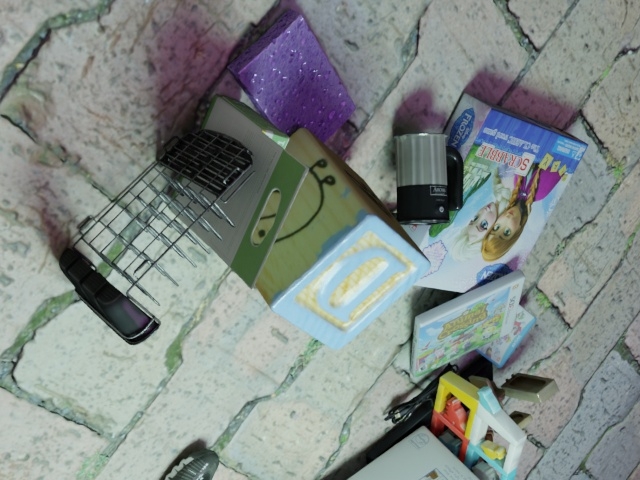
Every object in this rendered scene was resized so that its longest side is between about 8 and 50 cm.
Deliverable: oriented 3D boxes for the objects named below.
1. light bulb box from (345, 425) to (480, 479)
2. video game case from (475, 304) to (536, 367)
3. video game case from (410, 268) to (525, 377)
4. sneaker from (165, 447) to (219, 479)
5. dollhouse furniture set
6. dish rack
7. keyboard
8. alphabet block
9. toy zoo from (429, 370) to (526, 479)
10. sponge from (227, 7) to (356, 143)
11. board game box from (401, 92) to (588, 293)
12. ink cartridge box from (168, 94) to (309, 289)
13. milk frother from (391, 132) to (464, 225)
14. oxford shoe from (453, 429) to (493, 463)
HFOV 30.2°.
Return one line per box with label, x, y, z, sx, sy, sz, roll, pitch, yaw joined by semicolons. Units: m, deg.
light bulb box;0.123;0.602;2.195;0.361;0.225;0.358;-30;142;-25
video game case;0.324;0.157;2.220;0.166;0.015;0.119;36;90;-39
video game case;0.258;0.150;2.104;0.212;0.023;0.193;-23;148;-14
sneaker;-0.219;0.436;1.845;0.234;0.106;0.078;-52;142;-1
dollhouse furniture set;0.348;0.267;2.241;0.151;0.144;0.123;-33;106;-23
dish rack;-0.192;-0.019;1.459;0.271;0.208;0.074;-47;126;-10
keyboard;0.208;0.319;2.245;0.317;0.033;0.201;-37;145;-20
alphabet block;0.000;0.000;1.636;0.192;0.197;0.193;-42;142;6
toy zoo;0.281;0.368;2.176;0.030;0.192;0.293;-27;140;-31
sponge;-0.034;-0.205;1.605;0.117;0.031;0.210;-46;141;-8
board game box;0.278;-0.063;1.996;0.319;0.066;0.318;10;112;-48
ink cartridge box;-0.092;-0.061;1.491;0.056;0.235;0.171;12;109;-42
milk frother;0.139;-0.089;1.825;0.129;0.143;0.134;4;84;-58
oxford shoe;0.306;0.414;2.339;0.076;0.076;0.212;-20;168;13
